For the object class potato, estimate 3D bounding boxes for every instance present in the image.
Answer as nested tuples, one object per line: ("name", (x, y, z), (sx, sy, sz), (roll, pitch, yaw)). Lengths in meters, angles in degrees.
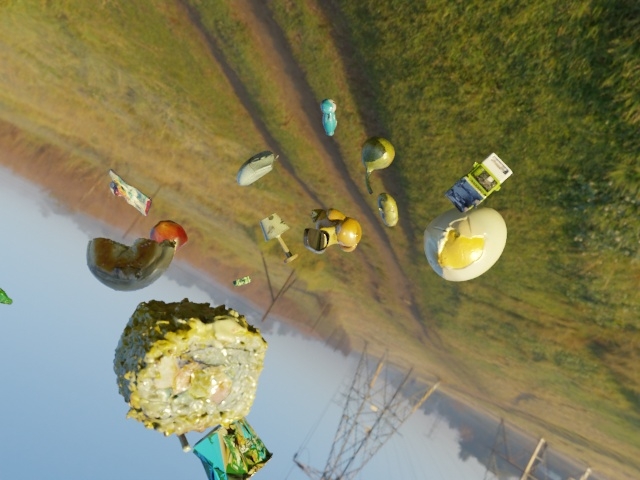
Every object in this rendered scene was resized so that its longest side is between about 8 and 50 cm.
("potato", (0.330, -0.146, 2.324), (0.105, 0.085, 0.188), (43, 158, 50))

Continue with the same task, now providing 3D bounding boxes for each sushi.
("sushi", (-0.359, 0.333, 1.323), (0.396, 0.351, 0.240), (14, -169, -43))

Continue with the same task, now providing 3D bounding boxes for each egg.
("egg", (0.566, 0.002, 1.850), (0.283, 0.345, 0.283), (58, 168, 19))

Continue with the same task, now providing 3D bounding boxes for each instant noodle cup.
("instant noodle cup", (-0.300, 0.703, 1.580), (0.178, 0.240, 0.240), (57, 174, 8))

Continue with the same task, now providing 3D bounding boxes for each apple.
("apple", (-0.720, -0.014, 2.227), (0.158, 0.156, 0.147), (47, -163, -10))

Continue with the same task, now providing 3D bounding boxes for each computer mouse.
("computer mouse", (-0.287, -0.322, 2.066), (0.068, 0.229, 0.113), (37, -152, -47))

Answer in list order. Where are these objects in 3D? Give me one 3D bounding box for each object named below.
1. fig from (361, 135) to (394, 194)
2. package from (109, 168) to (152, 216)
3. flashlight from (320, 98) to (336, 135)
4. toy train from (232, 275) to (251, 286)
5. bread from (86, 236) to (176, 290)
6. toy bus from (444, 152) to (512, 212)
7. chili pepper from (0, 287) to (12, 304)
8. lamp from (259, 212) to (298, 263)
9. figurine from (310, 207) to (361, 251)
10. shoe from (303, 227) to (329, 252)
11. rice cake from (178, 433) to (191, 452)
("fig", (0.228, -0.320, 2.033), (0.149, 0.245, 0.149), (19, 177, 1))
("package", (-0.860, -0.209, 2.122), (0.232, 0.040, 0.166), (40, 143, -3))
("flashlight", (0.024, -0.389, 1.498), (0.051, 0.051, 0.129), (29, 148, 22))
("toy train", (-0.376, 0.196, 2.275), (0.053, 0.083, 0.033), (-21, -88, -69))
("bread", (-0.679, 0.093, 1.716), (0.314, 0.192, 0.171), (-4, 158, -2))
("toy bus", (0.506, -0.180, 1.565), (0.113, 0.139, 0.302), (49, 178, 5))
("chili pepper", (-0.978, 0.133, 1.362), (0.227, 0.059, 0.088), (24, 146, 7))
("lamp", (-0.174, -0.010, 2.048), (0.215, 0.121, 0.121), (59, 169, -3))
("figurine", (0.067, -0.051, 2.078), (0.215, 0.215, 0.228), (35, -167, -21))
("shoe", (0.000, 0.000, 1.342), (0.049, 0.071, 0.179), (2, 175, 15))
("rice cake", (-0.634, 0.882, 2.154), (0.207, 0.033, 0.033), (35, 149, 51))
